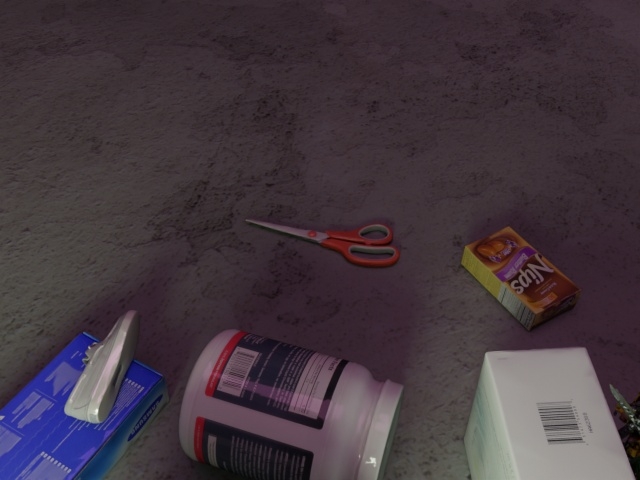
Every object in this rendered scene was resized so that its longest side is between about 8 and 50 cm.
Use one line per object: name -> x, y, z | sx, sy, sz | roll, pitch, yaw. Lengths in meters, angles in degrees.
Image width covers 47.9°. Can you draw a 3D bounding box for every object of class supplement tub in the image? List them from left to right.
supplement tub -> -0.038, 0.243, 0.992 | 0.272, 0.191, 0.191 | 14, 46, 13

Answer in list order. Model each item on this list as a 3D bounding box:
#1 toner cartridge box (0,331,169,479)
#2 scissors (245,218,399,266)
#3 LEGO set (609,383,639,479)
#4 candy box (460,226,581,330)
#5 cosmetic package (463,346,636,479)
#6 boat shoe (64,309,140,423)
toner cartridge box -> -0.388, 0.299, 1.012 | 0.165, 0.075, 0.348 | 24, 50, 19
scissors -> 0.000, 0.000, 1.355 | 0.297, 0.021, 0.109 | 4, 47, 1
LEGO set -> 0.431, 0.342, 0.860 | 0.192, 0.255, 0.331 | -7, 51, -31
candy box -> 0.352, 0.063, 1.278 | 0.109, 0.053, 0.186 | -23, 51, -23
cosmetic package -> 0.281, 0.294, 0.923 | 0.138, 0.224, 0.224 | -3, 45, -1
boat shoe -> -0.314, 0.177, 1.044 | 0.063, 0.066, 0.184 | 8, 55, 5
